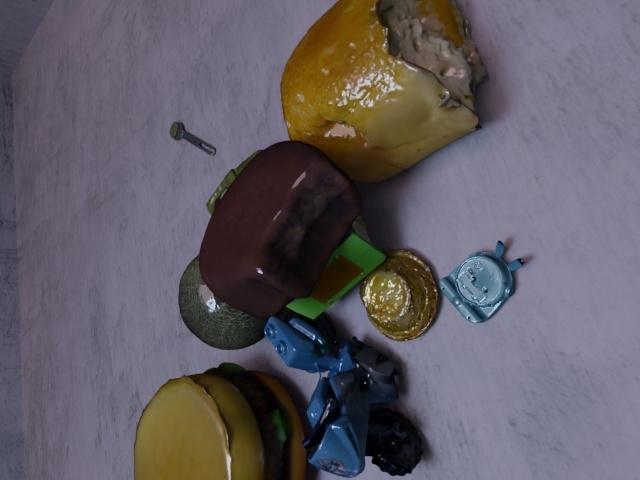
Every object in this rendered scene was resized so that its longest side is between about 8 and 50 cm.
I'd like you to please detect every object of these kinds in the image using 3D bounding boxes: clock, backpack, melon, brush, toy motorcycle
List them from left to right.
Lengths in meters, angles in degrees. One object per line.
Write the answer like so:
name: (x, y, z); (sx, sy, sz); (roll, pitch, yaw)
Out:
brush: (-0.420, -0.329, 1.522); (0.266, 0.027, 0.062); (32, 106, 38)
melon: (-0.216, 0.137, 1.125); (0.329, 0.248, 0.249); (144, 125, -74)
backpack: (-0.170, -0.107, 1.212); (0.253, 0.140, 0.207); (-49, 56, 17)
clock: (0.000, 0.000, 1.031); (0.219, 0.106, 0.255); (-42, 37, 22)
toy motorcycle: (0.019, 0.292, 0.931); (0.416, 0.232, 0.172); (51, 128, 33)
clock: (0.296, 0.069, 0.843); (0.147, 0.045, 0.108); (-52, 56, 23)

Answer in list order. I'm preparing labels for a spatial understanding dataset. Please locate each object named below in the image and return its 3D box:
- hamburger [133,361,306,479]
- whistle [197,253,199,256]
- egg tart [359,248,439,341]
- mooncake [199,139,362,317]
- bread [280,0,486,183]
hamburger: (-0.218, 0.504, 1.078); (0.395, 0.277, 0.397); (-9, 76, 39)
whistle: (-0.304, 0.117, 1.349); (0.107, 0.057, 0.220); (-52, 53, 25)
egg tart: (0.149, 0.110, 0.949); (0.191, 0.074, 0.192); (-5, 82, 38)
mooncake: (-0.070, -0.029, 0.887); (0.333, 0.174, 0.326); (-21, 45, 35)
bread: (0.090, -0.311, 0.932); (0.394, 0.250, 0.362); (-25, 68, 37)
